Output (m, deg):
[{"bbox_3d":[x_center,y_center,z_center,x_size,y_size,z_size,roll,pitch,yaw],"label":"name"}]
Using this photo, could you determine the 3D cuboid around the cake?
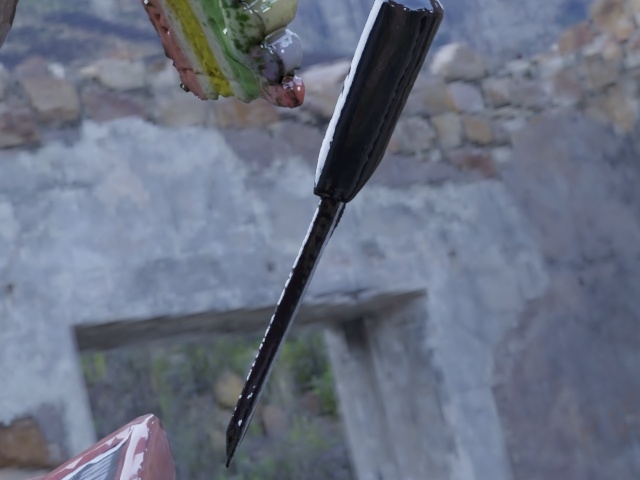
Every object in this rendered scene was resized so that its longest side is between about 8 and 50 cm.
[{"bbox_3d":[-0.067,-0.189,0.926,0.109,0.225,0.090,14,49,40],"label":"cake"}]

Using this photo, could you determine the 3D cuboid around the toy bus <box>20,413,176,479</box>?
[{"bbox_3d":[-0.042,0.268,0.396,0.233,0.427,0.203,-33,10,3],"label":"toy bus"}]

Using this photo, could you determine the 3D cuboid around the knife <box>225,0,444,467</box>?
[{"bbox_3d":[0.000,0.000,0.651,0.028,0.230,0.060,23,13,6],"label":"knife"}]

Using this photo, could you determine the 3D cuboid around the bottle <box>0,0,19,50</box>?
[{"bbox_3d":[-0.220,-0.122,0.578,0.209,0.110,0.097,12,26,4],"label":"bottle"}]
